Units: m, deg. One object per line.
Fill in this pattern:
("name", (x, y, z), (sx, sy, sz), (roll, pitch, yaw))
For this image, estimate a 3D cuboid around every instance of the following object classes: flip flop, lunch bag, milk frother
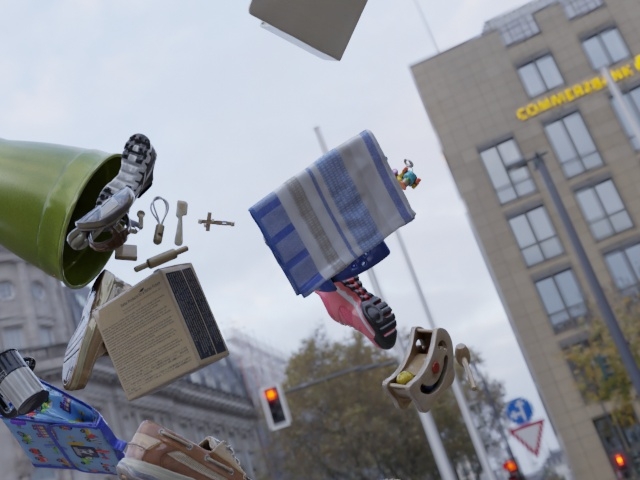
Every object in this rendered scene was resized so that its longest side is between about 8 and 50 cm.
("flip flop", (-0.375, -0.019, 1.504), (0.112, 0.080, 0.277), (-40, 7, -28))
("lunch bag", (-0.593, 0.471, 2.105), (0.293, 0.138, 0.221), (8, -45, 23))
("milk frother", (-0.685, 0.330, 2.001), (0.143, 0.135, 0.129), (-20, -29, -52))

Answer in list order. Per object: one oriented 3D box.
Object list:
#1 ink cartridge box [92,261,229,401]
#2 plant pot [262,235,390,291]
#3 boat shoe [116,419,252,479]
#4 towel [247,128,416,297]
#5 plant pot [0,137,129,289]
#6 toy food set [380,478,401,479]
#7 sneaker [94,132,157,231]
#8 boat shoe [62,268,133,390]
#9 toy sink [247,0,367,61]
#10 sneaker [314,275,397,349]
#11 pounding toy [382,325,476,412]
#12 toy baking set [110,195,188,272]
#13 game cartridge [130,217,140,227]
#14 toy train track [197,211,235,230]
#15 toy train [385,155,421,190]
("ink cartridge box", (-0.303, 0.173, 1.617), (0.235, 0.193, 0.088), (-29, -10, 38))
("plant pot", (0.000, 0.000, 2.229), (0.212, 0.236, 0.236), (-40, 17, -16))
("boat shoe", (-0.185, 0.396, 1.475), (0.324, 0.116, 0.123), (30, -28, -31))
("towel", (0.029, -0.050, 1.584), (0.285, 0.209, 0.034), (-35, 21, -17))
("plant pot", (-0.724, -0.107, 2.216), (0.353, 0.366, 0.366), (20, -20, 8))
("toy food set", (0.092, 0.479, 1.637), (0.132, 0.038, 0.192), (-38, -29, 27))
("sneaker", (-0.430, -0.121, 1.950), (0.078, 0.234, 0.106), (22, -6, 17))
("boat shoe", (-0.531, 0.223, 2.098), (0.110, 0.341, 0.121), (29, -44, -22))
("toy sink", (-0.043, -0.511, 1.878), (0.234, 0.153, 0.131), (22, 5, -22))
("sneaker", (0.097, 0.200, 2.448), (0.116, 0.314, 0.136), (-14, -32, -47))
("pounding toy", (0.279, 0.292, 2.044), (0.155, 0.154, 0.269), (-1, 24, 39))
("toy baking set", (-0.450, -0.024, 2.334), (0.256, 0.197, 0.030), (-20, -17, -28))
("game cartridge", (-0.479, -0.056, 2.082), (0.017, 0.083, 0.056), (-62, -4, -6))
("toy train track", (-0.236, -0.039, 1.958), (0.083, 0.014, 0.048), (4, -65, -12))
("toy train", (0.201, -0.187, 2.373), (0.046, 0.166, 0.125), (-46, -58, -17))
